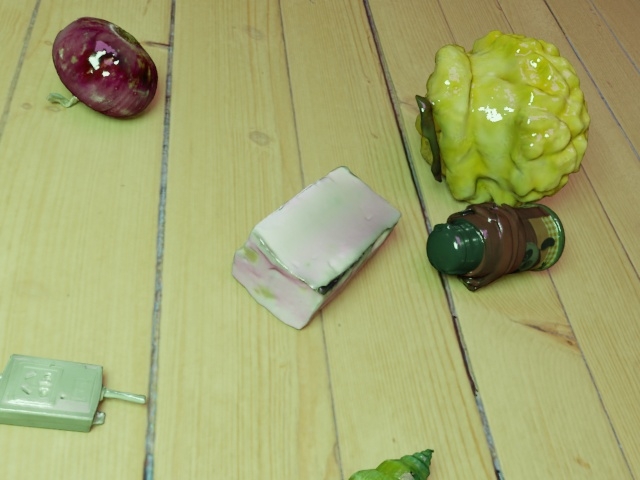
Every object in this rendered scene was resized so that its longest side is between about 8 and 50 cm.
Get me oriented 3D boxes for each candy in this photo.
[{"bbox_3d":[0.000,0.000,1.006,0.155,0.116,0.265,39,47,10],"label":"candy"}]

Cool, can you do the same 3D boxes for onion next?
[{"bbox_3d":[-0.358,-0.286,1.057,0.177,0.153,0.177,17,35,-13],"label":"onion"}]

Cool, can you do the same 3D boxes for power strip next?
[{"bbox_3d":[-0.298,0.184,0.755,0.175,0.042,0.075,11,47,-18],"label":"power strip"}]

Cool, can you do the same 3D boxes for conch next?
[{"bbox_3d":[0.073,0.333,0.796,0.200,0.079,0.095,-20,44,-27],"label":"conch"}]

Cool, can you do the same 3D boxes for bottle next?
[{"bbox_3d":[0.303,0.009,1.137,0.271,0.143,0.156,-7,95,-34],"label":"bottle"}]

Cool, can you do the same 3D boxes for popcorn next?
[{"bbox_3d":[0.326,-0.227,1.221,0.381,0.349,0.349,-6,55,-34],"label":"popcorn"}]
